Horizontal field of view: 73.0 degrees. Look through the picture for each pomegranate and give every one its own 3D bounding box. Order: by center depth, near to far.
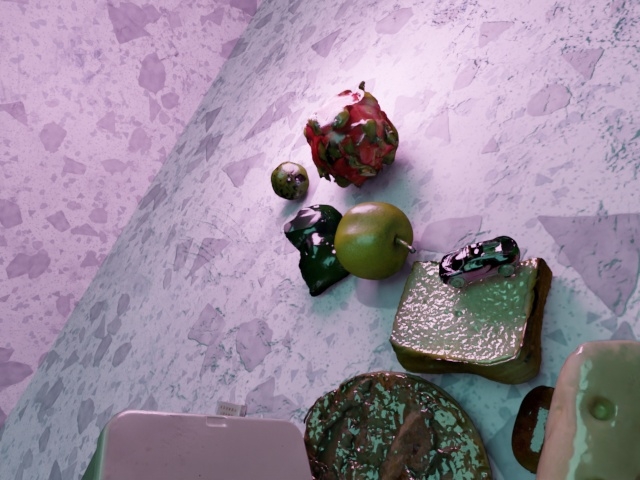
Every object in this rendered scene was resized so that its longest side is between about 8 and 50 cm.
[{"bbox_3d":[-0.094,-0.191,1.357,0.122,0.122,0.161,-40,14,16],"label":"pomegranate"}]

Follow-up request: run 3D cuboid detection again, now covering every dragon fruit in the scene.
[{"bbox_3d":[0.076,-0.271,1.155,0.231,0.236,0.302,-31,28,-6],"label":"dragon fruit"}]

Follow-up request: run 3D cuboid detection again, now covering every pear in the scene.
[{"bbox_3d":[0.130,-0.002,0.935,0.180,0.166,0.216,-52,22,-22],"label":"pear"}]

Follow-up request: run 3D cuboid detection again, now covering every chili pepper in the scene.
[{"bbox_3d":[-0.005,-0.006,1.117,0.148,0.116,0.264,-29,45,22],"label":"chili pepper"}]

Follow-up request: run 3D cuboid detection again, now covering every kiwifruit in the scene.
[{"bbox_3d":[0.321,0.273,0.624,0.075,0.075,0.124,5,61,46],"label":"kiwifruit"}]

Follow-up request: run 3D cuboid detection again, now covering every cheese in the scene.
[{"bbox_3d":[0.369,0.251,0.534,0.159,0.093,0.262,16,72,15],"label":"cheese"}]

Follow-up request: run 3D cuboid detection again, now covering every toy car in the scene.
[{"bbox_3d":[0.269,0.034,0.750,0.142,0.055,0.069,-20,35,27],"label":"toy car"}]

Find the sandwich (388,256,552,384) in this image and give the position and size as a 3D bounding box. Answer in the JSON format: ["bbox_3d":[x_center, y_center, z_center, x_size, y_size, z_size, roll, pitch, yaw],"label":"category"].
[{"bbox_3d":[0.262,0.135,0.769,0.251,0.087,0.226,-7,45,42],"label":"sandwich"}]

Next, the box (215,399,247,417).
[{"bbox_3d":[-0.239,0.482,1.057,0.090,0.024,0.166,-8,57,41],"label":"box"}]

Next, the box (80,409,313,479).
[{"bbox_3d":[-0.248,0.476,0.759,0.343,0.352,0.177,-55,36,26],"label":"box"}]

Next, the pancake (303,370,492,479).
[{"bbox_3d":[0.095,0.410,0.745,0.383,0.071,0.381,-24,51,32],"label":"pancake"}]
